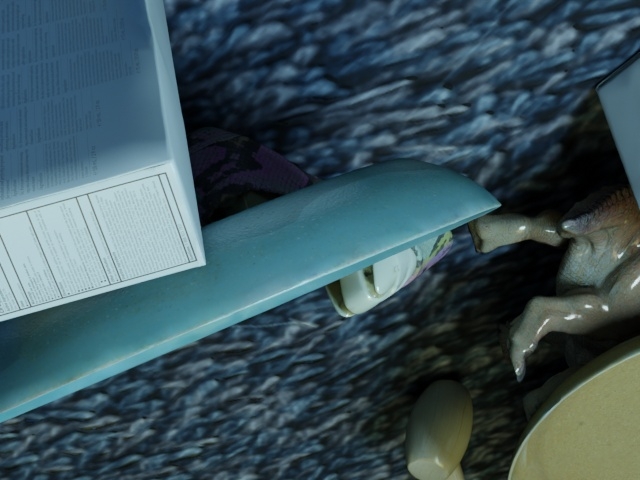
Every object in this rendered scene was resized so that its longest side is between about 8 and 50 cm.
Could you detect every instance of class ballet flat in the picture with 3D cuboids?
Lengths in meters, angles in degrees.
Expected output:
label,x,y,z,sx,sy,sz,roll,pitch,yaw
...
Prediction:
label,x,y,z,sx,sy,sz,roll,pitch,yaw
ballet flat,0.000,0.000,1.029,0.221,0.079,0.077,23,128,-40

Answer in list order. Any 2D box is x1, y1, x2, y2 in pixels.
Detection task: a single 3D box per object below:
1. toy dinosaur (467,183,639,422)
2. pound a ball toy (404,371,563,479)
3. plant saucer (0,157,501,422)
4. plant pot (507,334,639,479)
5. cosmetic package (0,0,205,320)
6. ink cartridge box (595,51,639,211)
label,x,y,z,sx,sy,sz,roll,pitch,yaw
toy dinosaur,0.213,0.033,1.114,0.200,0.127,0.295,-18,139,4
pound a ball toy,0.205,0.189,1.331,0.208,0.135,0.319,2,148,20
plant saucer,-0.065,0.028,0.838,0.318,0.043,0.317,-24,178,-1
plant pot,0.230,0.123,1.098,0.236,0.032,0.236,-9,136,-8
cosmetic package,-0.115,-0.065,0.767,0.099,0.239,0.060,-14,127,0
ink cartridge box,0.258,-0.036,1.033,0.175,0.127,0.072,25,130,-39
